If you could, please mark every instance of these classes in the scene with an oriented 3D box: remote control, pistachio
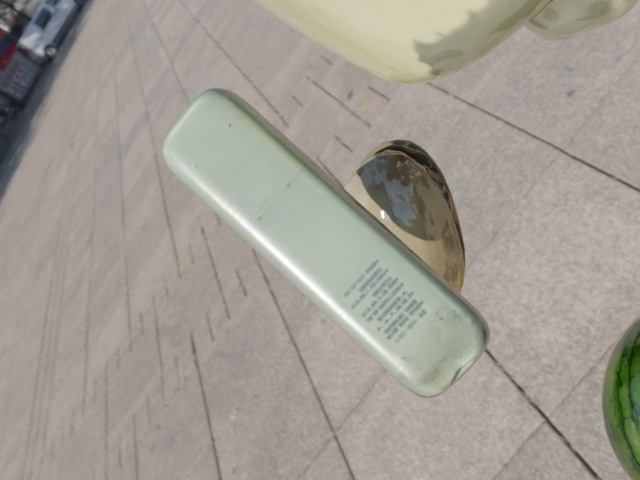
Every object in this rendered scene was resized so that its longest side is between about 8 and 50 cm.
[{"bbox_3d":[0.000,0.001,0.529,0.090,0.309,0.038,-49,-5,9],"label":"remote control"},{"bbox_3d":[0.079,0.007,0.697,0.144,0.144,0.215,30,132,61],"label":"pistachio"}]

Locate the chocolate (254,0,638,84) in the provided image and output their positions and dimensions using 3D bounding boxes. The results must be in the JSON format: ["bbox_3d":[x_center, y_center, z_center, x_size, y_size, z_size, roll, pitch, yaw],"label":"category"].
[{"bbox_3d":[0.071,-0.266,0.418,0.314,0.297,0.326,-27,43,56],"label":"chocolate"}]

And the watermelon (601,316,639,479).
[{"bbox_3d":[0.336,0.150,0.547,0.188,0.188,0.214,-30,66,42],"label":"watermelon"}]
